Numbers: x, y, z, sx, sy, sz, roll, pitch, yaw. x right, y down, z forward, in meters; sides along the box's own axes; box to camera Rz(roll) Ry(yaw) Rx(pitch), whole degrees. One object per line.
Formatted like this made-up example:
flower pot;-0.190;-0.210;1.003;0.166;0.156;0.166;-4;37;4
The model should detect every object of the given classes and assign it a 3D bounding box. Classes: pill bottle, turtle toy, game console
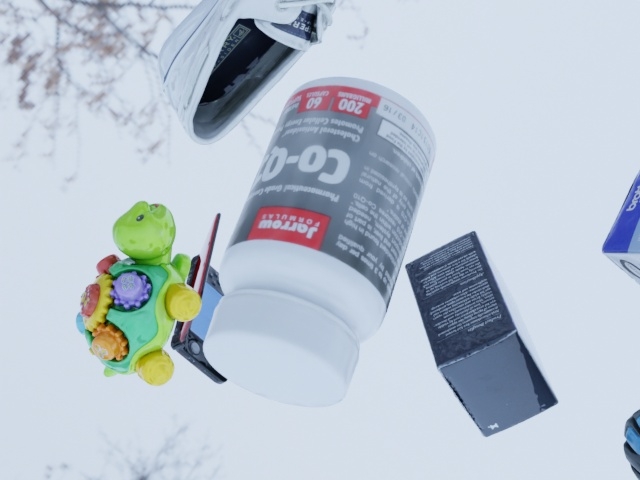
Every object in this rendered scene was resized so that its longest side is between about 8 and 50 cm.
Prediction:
pill bottle;0.000;0.000;1.054;0.161;0.283;0.161;15;-30;9
turtle toy;-0.131;0.036;0.788;0.066;0.130;0.095;20;5;-30
game console;-0.113;0.066;1.258;0.085;0.144;0.124;-28;-56;29

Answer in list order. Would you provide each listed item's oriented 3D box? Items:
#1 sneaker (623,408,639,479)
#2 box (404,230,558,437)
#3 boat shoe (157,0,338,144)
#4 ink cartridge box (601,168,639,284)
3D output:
sneaker;0.438;0.313;1.312;0.125;0.140;0.341;29;-45;42
box;0.202;0.117;1.423;0.108;0.207;0.153;-27;-52;10
boat shoe;-0.024;-0.173;0.814;0.095;0.084;0.258;12;-48;-37
ink cartridge box;0.546;0.026;1.382;0.270;0.151;0.395;36;-18;-23
